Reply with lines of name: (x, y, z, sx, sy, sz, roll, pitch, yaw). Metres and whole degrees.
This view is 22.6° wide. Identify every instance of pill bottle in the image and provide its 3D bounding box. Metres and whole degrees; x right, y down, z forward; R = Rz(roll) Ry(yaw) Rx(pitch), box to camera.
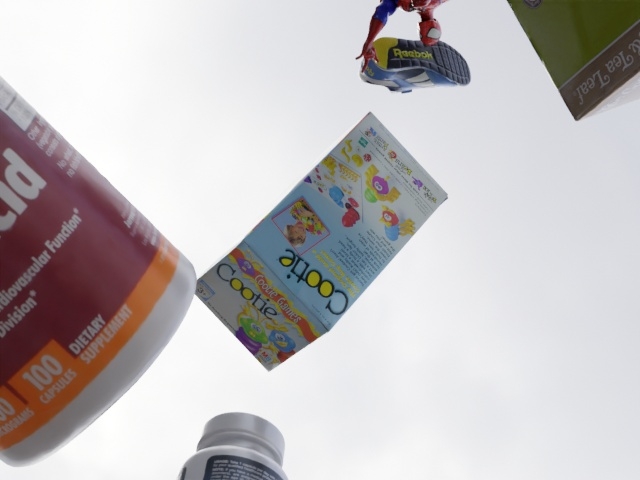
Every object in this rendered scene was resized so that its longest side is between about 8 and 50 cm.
pill bottle: (-0.082, 0.246, 1.431, 0.108, 0.108, 0.180, -55, -164, 41)
pill bottle: (-0.304, -0.029, 1.244, 0.224, 0.392, 0.224, -41, -164, 14)

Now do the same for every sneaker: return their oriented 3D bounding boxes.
sneaker: (0.107, -0.198, 1.841, 0.059, 0.144, 0.053, -43, -132, 49)

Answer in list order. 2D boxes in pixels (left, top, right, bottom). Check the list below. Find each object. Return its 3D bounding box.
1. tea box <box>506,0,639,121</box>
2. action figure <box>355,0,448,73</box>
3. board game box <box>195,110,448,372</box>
tea box: (0.341, -0.347, 1.596, 0.329, 0.220, 0.323, -41, -107, 55)
action figure: (0.071, -0.291, 1.697, 0.091, 0.280, 0.139, -2, -129, 26)
board game box: (0.000, 0.000, 1.877, 0.144, 0.275, 0.142, 47, -40, -4)
